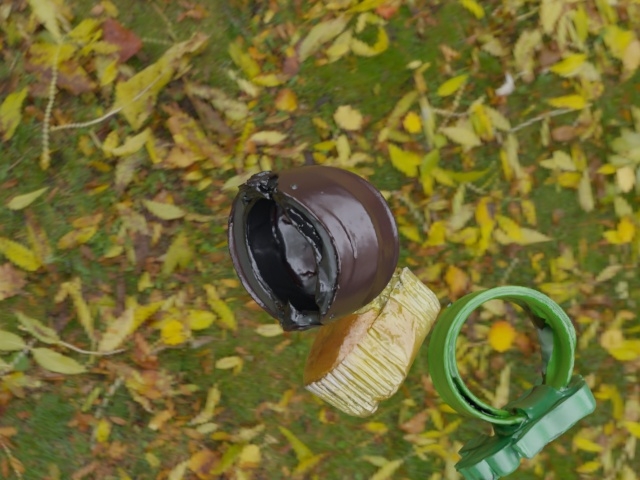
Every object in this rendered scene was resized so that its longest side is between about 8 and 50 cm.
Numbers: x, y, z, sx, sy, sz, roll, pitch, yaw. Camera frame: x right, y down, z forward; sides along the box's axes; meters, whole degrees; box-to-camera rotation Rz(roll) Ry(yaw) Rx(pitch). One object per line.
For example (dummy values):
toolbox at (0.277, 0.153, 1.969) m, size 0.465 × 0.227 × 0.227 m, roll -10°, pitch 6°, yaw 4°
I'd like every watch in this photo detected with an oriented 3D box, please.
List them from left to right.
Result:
watch at (0.165, 0.126, 1.072) m, size 0.165 × 0.131 × 0.152 m, roll -33°, pitch 91°, yaw -8°

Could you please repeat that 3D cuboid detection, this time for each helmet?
helmet at (0.000, 0.000, 0.676) m, size 0.070 × 0.123 × 0.098 m, roll -20°, pitch 96°, yaw -24°

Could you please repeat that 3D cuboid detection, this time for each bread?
bread at (0.075, 0.154, 1.812) m, size 0.133 × 0.179 × 0.250 m, roll 39°, pitch 68°, yaw -10°
